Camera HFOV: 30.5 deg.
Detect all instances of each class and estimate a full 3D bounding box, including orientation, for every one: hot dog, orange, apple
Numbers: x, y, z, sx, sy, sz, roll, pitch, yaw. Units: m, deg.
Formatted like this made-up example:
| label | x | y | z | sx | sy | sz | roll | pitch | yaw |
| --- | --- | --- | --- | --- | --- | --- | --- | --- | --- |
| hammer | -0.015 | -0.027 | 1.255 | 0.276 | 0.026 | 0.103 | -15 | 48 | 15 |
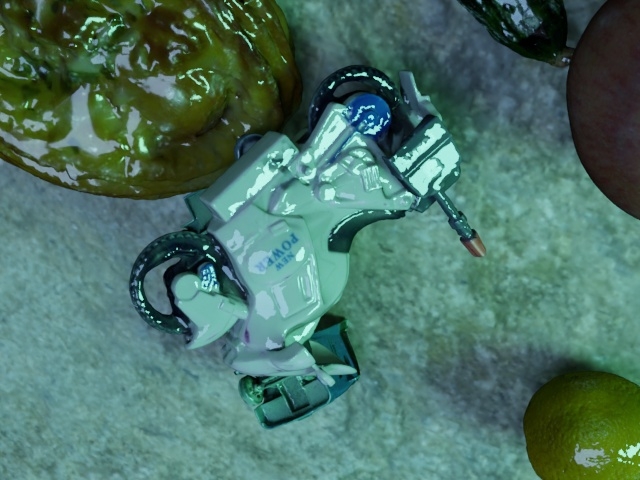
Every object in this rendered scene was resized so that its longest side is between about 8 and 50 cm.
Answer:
| label | x | y | z | sx | sy | sz | roll | pitch | yaw |
| --- | --- | --- | --- | --- | --- | --- | --- | --- | --- |
| hot dog | -0.146 | -0.133 | 0.747 | 0.272 | 0.122 | 0.196 | 34 | 115 | 3 |
| orange | 0.183 | 0.129 | 0.780 | 0.095 | 0.085 | 0.085 | -5 | 113 | 15 |
| apple | 0.212 | -0.076 | 0.643 | 0.154 | 0.120 | 0.153 | 4 | 112 | 9 |

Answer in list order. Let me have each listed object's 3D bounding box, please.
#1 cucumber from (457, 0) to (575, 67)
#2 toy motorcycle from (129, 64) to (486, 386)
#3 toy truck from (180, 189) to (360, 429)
| label | x | y | z | sx | sy | sz | roll | pitch | yaw |
| --- | --- | --- | --- | --- | --- | --- | --- | --- | --- |
| cucumber | 0.049 | -0.213 | 0.669 | 0.067 | 0.067 | 0.293 | -37 | 103 | 30 |
| toy motorcycle | 0.000 | 0.000 | 0.726 | 0.221 | 0.102 | 0.150 | -44 | 111 | -7 |
| toy truck | -0.037 | 0.040 | 0.831 | 0.067 | 0.081 | 0.175 | -28 | 84 | 28 |
